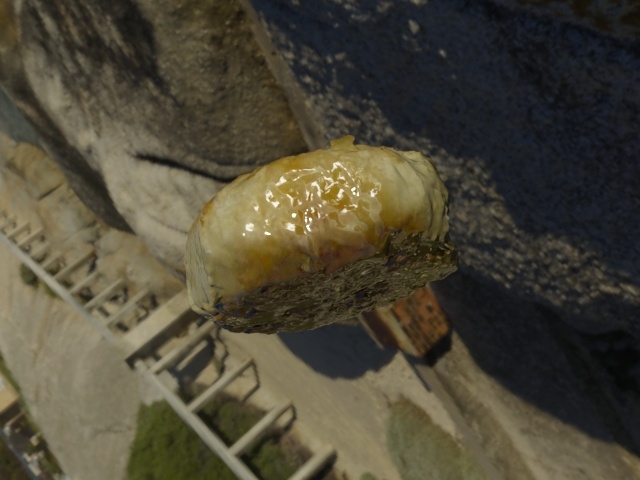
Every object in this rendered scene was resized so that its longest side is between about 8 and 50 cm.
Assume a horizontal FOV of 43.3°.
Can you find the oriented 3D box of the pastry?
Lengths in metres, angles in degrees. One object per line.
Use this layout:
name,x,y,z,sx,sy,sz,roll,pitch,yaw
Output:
pastry,0.000,0.000,0.573,0.182,0.192,0.093,44,-151,-70
